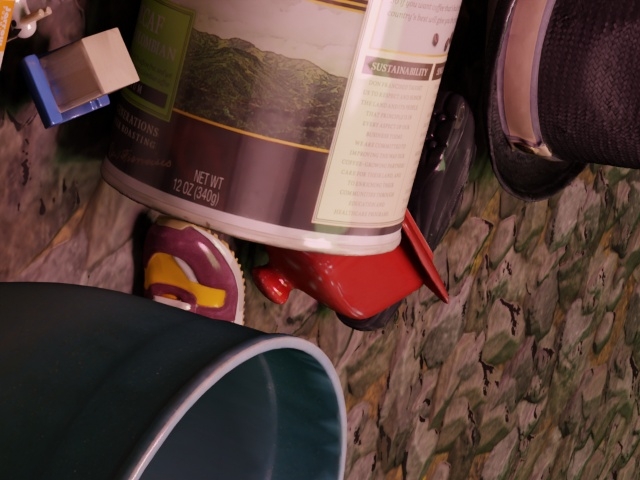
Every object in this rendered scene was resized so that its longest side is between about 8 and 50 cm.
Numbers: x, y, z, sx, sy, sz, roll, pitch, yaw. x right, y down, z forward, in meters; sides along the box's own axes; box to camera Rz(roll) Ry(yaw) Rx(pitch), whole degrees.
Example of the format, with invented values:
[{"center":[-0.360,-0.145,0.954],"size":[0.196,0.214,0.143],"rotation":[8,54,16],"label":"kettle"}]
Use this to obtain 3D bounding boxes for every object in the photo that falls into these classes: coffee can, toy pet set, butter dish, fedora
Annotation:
[{"center":[-0.011,-0.151,1.225],"size":[0.201,0.201,0.275],"rotation":[-10,117,-61],"label":"coffee can"},{"center":[-0.155,-0.130,1.150],"size":[0.122,0.065,0.114],"rotation":[-30,99,-57],"label":"toy pet set"},{"center":[0.000,0.000,1.457],"size":[0.118,0.160,0.160],"rotation":[-41,150,-5],"label":"butter dish"},{"center":[0.272,-0.165,1.712],"size":[0.334,0.152,0.334],"rotation":[-44,145,-43],"label":"fedora"}]

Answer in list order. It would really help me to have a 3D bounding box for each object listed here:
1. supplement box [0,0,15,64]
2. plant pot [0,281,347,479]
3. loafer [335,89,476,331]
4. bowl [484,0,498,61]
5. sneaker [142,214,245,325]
[{"center":[-0.212,-0.109,1.050],"size":[0.098,0.036,0.062],"rotation":[-10,118,-62],"label":"supplement box"},{"center":[-0.163,0.138,1.074],"size":[0.271,0.255,0.271],"rotation":[-45,146,-43],"label":"plant pot"},{"center":[0.079,-0.019,1.645],"size":[0.078,0.076,0.223],"rotation":[47,62,-54],"label":"loafer"},{"center":[0.193,-0.195,1.773],"size":[0.142,0.053,0.142],"rotation":[-45,145,-43],"label":"bowl"},{"center":[-0.097,0.066,1.369],"size":[0.084,0.069,0.185],"rotation":[-57,151,-36],"label":"sneaker"}]
